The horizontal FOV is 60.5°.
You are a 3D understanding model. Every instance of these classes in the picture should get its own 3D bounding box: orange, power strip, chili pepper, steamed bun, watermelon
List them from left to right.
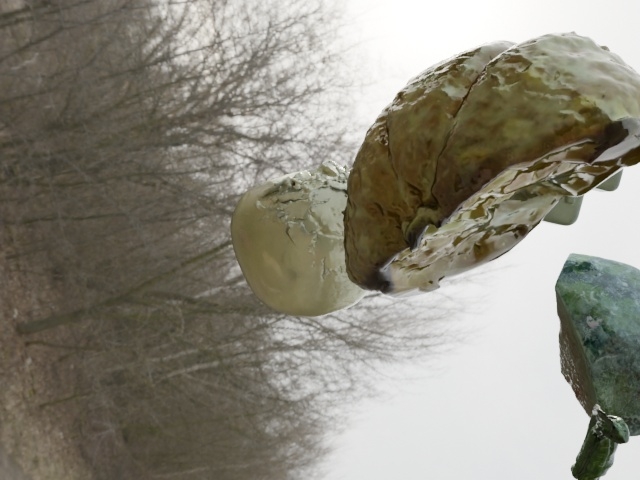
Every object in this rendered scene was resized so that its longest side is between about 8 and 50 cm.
[{"bbox_3d":[0.000,0.000,1.131,0.233,0.334,0.311,-19,-85,62],"label":"steamed bun"},{"bbox_3d":[0.167,-0.087,0.609,0.368,0.271,0.210,-47,-125,47],"label":"orange"},{"bbox_3d":[0.557,-0.160,1.203,0.059,0.194,0.264,-50,154,-89],"label":"power strip"},{"bbox_3d":[0.266,0.187,0.515,0.117,0.035,0.055,87,12,-47],"label":"chili pepper"},{"bbox_3d":[0.610,0.219,1.180,0.258,0.229,0.386,93,-7,-68],"label":"watermelon"}]
